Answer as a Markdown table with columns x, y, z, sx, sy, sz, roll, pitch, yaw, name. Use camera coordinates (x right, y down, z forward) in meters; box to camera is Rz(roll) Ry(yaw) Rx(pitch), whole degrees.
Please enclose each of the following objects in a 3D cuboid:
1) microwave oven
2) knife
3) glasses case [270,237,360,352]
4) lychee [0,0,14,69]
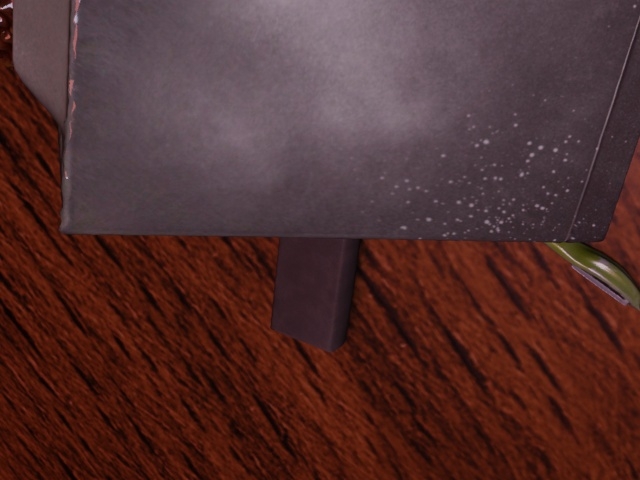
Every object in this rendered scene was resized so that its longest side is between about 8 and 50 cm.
| x | y | z | sx | sy | sz | roll | pitch | yaw | name |
| --- | --- | --- | --- | --- | --- | --- | --- | --- | --- |
| 0.015 | -0.240 | 0.470 | 0.374 | 0.236 | 0.432 | 1 | 118 | -19 | microwave oven |
| 0.187 | -0.002 | 0.715 | 0.184 | 0.022 | 0.026 | 37 | 146 | 1 | knife |
| -0.001 | 0.001 | 0.775 | 0.072 | 0.042 | 0.191 | 18 | 118 | 21 | glasses case |
| -0.182 | -0.204 | 0.673 | 0.188 | 0.188 | 0.188 | 8 | 115 | 17 | lychee |
